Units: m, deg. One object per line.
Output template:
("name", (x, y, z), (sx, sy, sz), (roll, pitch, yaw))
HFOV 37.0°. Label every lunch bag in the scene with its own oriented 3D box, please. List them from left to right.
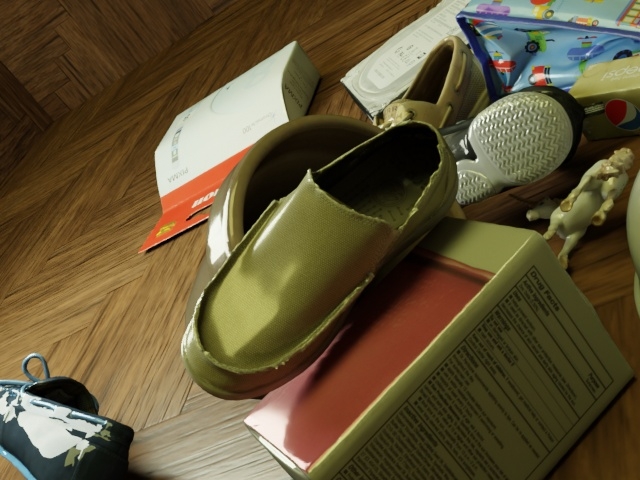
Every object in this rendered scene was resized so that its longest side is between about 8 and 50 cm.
("lunch bag", (0.345, -0.271, 1.088), (0.293, 0.138, 0.221), (9, 48, 48))

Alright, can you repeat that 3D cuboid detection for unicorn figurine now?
("unicorn figurine", (0.228, -0.028, 0.864), (0.162, 0.060, 0.111), (-36, 10, 45))

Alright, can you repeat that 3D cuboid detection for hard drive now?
("hard drive", (0.197, -0.293, 1.399), (0.339, 0.064, 0.237), (-35, 24, 5))

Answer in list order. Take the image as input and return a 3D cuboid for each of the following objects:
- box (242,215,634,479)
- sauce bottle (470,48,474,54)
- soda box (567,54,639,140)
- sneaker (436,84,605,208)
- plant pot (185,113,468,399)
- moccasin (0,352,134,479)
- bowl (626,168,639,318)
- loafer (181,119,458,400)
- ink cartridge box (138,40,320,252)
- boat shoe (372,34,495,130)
("box", (0.086, 0.115, 0.704), (0.232, 0.148, 0.127), (-44, 23, -14))
("sauce bottle", (0.220, -0.238, 1.265), (0.128, 0.042, 0.042), (-16, 27, 7))
("soda box", (0.332, -0.146, 0.938), (0.061, 0.058, 0.181), (-50, 26, -24))
("sneaker", (0.162, -0.087, 0.989), (0.268, 0.101, 0.153), (-17, 3, 42))
("plant pot", (-0.016, 0.051, 0.900), (0.229, 0.263, 0.263), (-40, 15, 48))
("moccasin", (-0.306, 0.220, 1.130), (0.342, 0.138, 0.117), (17, 71, 47))
("bowl", (0.334, -0.051, 0.668), (0.298, 0.134, 0.298), (-31, 24, 16))
("loafer", (0.000, 0.000, 0.696), (0.102, 0.092, 0.268), (36, 68, 20))
("ink cartridge box", (-0.174, -0.170, 1.680), (0.308, 0.091, 0.385), (-26, 25, 27))
("boat shoe", (0.104, -0.115, 1.146), (0.121, 0.110, 0.341), (-13, 34, 46))
